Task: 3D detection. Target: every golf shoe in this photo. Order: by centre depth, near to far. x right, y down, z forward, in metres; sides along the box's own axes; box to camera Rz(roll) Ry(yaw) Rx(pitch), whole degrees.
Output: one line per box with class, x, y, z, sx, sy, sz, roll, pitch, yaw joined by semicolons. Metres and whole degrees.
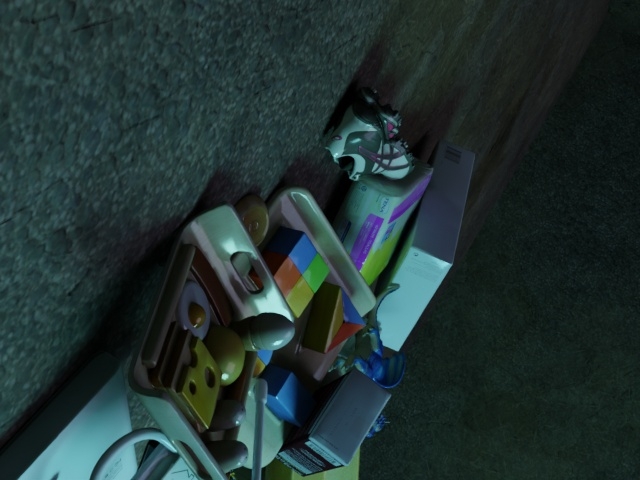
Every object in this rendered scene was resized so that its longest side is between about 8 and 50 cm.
golf shoe;0.075;-0.151;1.472;0.120;0.105;0.273;-44;158;-1

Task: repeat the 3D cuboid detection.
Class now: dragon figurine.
dragon figurine;0.101;0.232;1.709;0.085;0.144;0.289;-16;-143;44

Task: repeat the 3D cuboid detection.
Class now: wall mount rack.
wall mount rack;-0.166;0.267;1.108;0.304;0.131;0.350;-51;140;-17

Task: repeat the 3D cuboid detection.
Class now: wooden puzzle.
wooden puzzle;-0.056;0.142;1.342;0.347;0.081;0.322;-53;136;-20

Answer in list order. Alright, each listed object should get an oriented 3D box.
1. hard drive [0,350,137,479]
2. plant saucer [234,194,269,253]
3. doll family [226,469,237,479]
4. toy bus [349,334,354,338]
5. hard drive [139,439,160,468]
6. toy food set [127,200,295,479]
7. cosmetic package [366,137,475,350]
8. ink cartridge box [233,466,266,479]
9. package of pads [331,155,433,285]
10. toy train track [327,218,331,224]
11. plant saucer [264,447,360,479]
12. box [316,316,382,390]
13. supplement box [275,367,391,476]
hard drive;-0.311;0.290;1.111;0.203;0.040;0.307;-50;161;-33
plant saucer;-0.095;-0.020;1.227;0.083;0.015;0.083;-28;128;-43
doll family;-0.181;0.386;1.557;0.076;0.193;0.111;18;125;-32
toy bus;-0.068;0.202;1.521;0.108;0.130;0.332;50;62;-26
hard drive;-0.259;0.359;1.437;0.094;0.022;0.135;-30;147;-61
toy food set;-0.105;0.133;1.047;0.306;0.093;0.219;-80;152;-48
cosmetic package;0.210;0.004;1.911;0.377;0.098;0.284;-69;-176;-47
ink cartridge box;-0.161;0.498;1.725;0.171;0.168;0.233;-66;164;17
package of pads;0.102;-0.032;1.695;0.229;0.101;0.296;-67;168;23
toy train track;0.000;0.000;1.624;0.083;0.014;0.048;-59;165;-4
plant saucer;-0.021;0.454;1.670;0.333;0.081;0.332;18;74;-66
box;0.011;0.254;1.867;0.127;0.149;0.232;-43;157;-45
supplement box;0.012;0.290;1.406;0.130;0.073;0.239;-54;-177;-24
